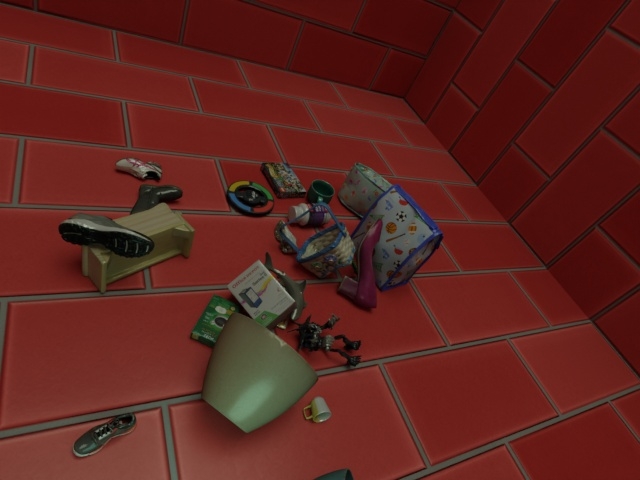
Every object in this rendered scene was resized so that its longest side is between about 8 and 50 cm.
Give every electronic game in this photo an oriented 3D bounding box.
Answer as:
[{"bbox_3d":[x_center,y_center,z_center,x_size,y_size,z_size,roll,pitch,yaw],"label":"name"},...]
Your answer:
[{"bbox_3d":[-0.327,-0.203,1.956,0.229,0.048,0.229,17,41,-15],"label":"electronic game"}]

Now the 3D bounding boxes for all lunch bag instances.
[{"bbox_3d":[0.353,-0.017,1.909,0.238,0.385,0.328,-13,54,-39],"label":"lunch bag"},{"bbox_3d":[0.237,-0.260,2.224,0.262,0.223,0.160,39,35,14],"label":"lunch bag"}]

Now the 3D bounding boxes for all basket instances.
[{"bbox_3d":[0.000,0.000,1.745,0.289,0.254,0.201,51,32,-15],"label":"basket"}]

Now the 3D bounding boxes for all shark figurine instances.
[{"bbox_3d":[-0.112,0.167,1.615,0.166,0.116,0.278,-2,51,-55],"label":"shark figurine"}]

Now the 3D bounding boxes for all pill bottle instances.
[{"bbox_3d":[-0.054,-0.126,1.993,0.193,0.108,0.108,-3,50,-34],"label":"pill bottle"}]

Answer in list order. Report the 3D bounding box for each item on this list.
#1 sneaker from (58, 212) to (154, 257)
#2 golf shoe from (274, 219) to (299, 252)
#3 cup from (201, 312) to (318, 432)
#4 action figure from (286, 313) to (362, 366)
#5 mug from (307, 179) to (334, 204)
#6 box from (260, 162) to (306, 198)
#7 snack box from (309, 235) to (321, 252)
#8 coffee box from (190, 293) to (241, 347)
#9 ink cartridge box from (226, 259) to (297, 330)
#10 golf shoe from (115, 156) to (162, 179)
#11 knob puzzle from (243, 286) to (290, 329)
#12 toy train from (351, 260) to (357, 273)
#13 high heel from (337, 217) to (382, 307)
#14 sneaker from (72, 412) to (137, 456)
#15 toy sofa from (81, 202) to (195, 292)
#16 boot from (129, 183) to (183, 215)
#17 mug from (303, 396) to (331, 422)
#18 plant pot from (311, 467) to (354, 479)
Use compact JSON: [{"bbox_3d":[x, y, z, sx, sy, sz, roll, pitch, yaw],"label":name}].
[{"bbox_3d":[-0.655,-0.027,1.298,0.271,0.100,0.108,17,34,-11],"label":"sneaker"},{"bbox_3d":[-0.150,-0.013,1.865,0.086,0.069,0.176,15,44,-43],"label":"golf shoe"},{"bbox_3d":[-0.206,0.406,1.214,0.331,0.331,0.237,35,64,7],"label":"cup"},{"bbox_3d":[0.024,0.349,1.516,0.275,0.141,0.164,27,41,-9],"label":"action figure"},{"bbox_3d":[-0.012,-0.232,2.140,0.129,0.097,0.157,43,42,15],"label":"mug"},{"bbox_3d":[-0.194,-0.314,2.157,0.159,0.044,0.233,-7,52,-37],"label":"box"},{"bbox_3d":[0.015,0.048,1.918,0.178,0.022,0.064,36,38,8],"label":"snack box"},{"bbox_3d":[-0.359,0.279,1.431,0.113,0.040,0.184,25,39,-6],"label":"coffee box"},{"bbox_3d":[-0.210,0.201,1.494,0.154,0.093,0.212,-39,71,-11],"label":"ink cartridge box"},{"bbox_3d":[-0.775,-0.304,1.774,0.186,0.067,0.086,4,48,-29],"label":"golf shoe"},{"bbox_3d":[-0.184,0.231,1.598,0.213,0.030,0.213,17,41,-15],"label":"knob puzzle"},{"bbox_3d":[0.163,0.125,1.932,0.023,0.017,0.083,11,42,-36],"label":"toy train"},{"bbox_3d":[0.230,0.098,1.798,0.181,0.377,0.127,26,-3,4],"label":"high heel"},{"bbox_3d":[-0.554,0.489,1.070,0.158,0.065,0.061,-21,61,-44],"label":"sneaker"},{"bbox_3d":[-0.643,0.014,1.454,0.177,0.150,0.362,41,41,19],"label":"toy sofa"},{"bbox_3d":[-0.658,-0.140,1.667,0.189,0.076,0.209,-1,40,-13],"label":"boot"},{"bbox_3d":[-0.010,0.546,1.349,0.078,0.062,0.064,11,35,-31],"label":"mug"},{"bbox_3d":[-0.009,0.733,1.017,0.195,0.290,0.290,-9,43,7],"label":"plant pot"}]
